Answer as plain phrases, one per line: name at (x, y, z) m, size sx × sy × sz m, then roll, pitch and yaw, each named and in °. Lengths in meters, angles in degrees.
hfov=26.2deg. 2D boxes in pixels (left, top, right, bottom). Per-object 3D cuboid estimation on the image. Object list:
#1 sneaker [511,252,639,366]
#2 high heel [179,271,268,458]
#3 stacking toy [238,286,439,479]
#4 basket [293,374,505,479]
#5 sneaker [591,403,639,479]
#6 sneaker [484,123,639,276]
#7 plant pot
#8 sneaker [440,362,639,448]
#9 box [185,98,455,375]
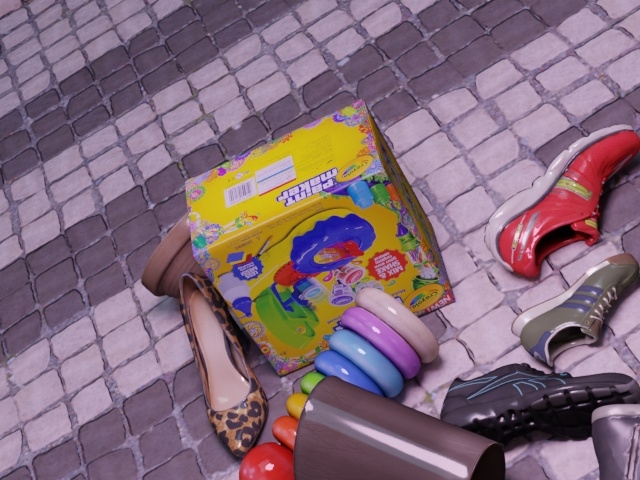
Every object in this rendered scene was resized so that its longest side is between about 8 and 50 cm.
sneaker at (0.355, 0.100, 1.833) m, size 0.192 × 0.064 × 0.086 m, roll -31°, pitch 47°, yaw 1°
high heel at (-0.156, 0.175, 1.984) m, size 0.093 × 0.186 × 0.261 m, roll -22°, pitch 40°, yaw 12°
stacking toy at (0.010, 0.226, 1.883) m, size 0.330 × 0.141 × 0.141 m, roll -48°, pitch 42°, yaw -10°
basket at (0.102, 0.284, 1.718) m, size 0.227 × 0.204 × 0.154 m, roll 11°, pitch 36°, yaw 29°
sneaker at (0.433, 0.254, 1.619) m, size 0.222 × 0.083 × 0.118 m, roll -6°, pitch 64°, yaw 19°
sneaker at (0.366, -0.049, 1.970) m, size 0.279 × 0.107 × 0.118 m, roll -42°, pitch 58°, yaw -7°
plant pot at (-0.163, 0.019, 2.176) m, size 0.110 × 0.237 × 0.237 m, roll 43°, pitch 75°, yaw 8°
sneaker at (0.272, 0.195, 1.752) m, size 0.267 × 0.101 × 0.106 m, roll -13°, pitch 41°, yaw 21°
box at (0.000, 0.000, 1.992) m, size 0.290 × 0.279 × 0.177 m, roll -25°, pitch 39°, yaw 10°
